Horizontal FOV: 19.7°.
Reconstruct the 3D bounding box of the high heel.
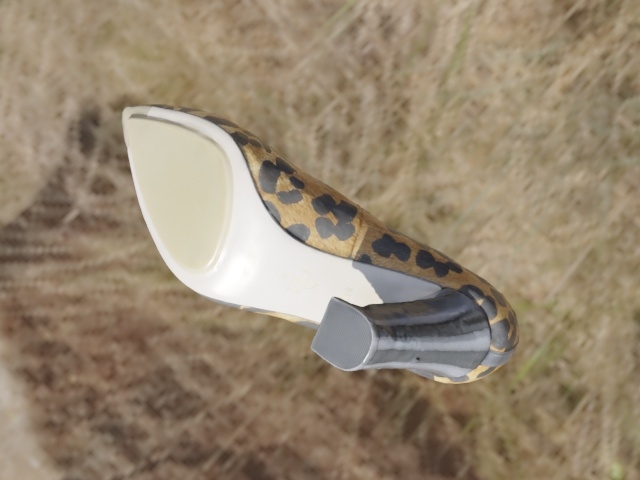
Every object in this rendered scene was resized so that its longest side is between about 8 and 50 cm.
[{"bbox_3d":[0.000,0.000,1.140,0.261,0.186,0.093,43,112,31],"label":"high heel"}]
